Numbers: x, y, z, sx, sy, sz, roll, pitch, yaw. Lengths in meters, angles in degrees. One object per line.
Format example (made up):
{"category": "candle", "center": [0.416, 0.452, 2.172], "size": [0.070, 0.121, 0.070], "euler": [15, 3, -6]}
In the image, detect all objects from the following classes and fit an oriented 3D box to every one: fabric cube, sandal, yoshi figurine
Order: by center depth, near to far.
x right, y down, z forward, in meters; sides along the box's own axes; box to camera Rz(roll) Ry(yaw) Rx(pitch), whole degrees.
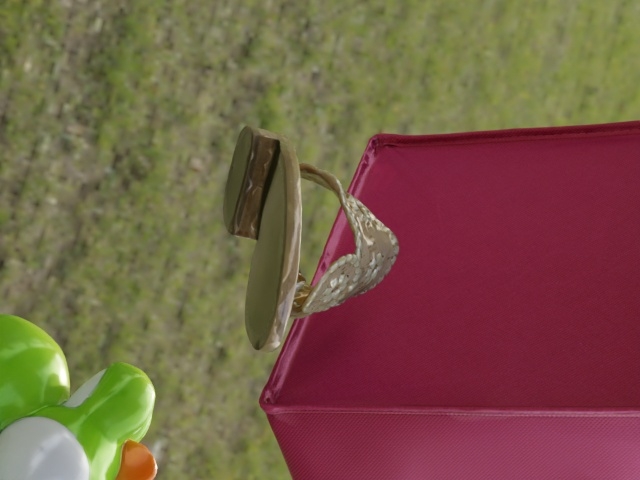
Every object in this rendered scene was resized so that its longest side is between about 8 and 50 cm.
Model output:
{"category": "sandal", "center": [0.002, -0.006, 0.794], "size": [0.240, 0.079, 0.088], "euler": [-115, -142, -70]}
{"category": "fabric cube", "center": [0.145, 0.102, 0.915], "size": [0.259, 0.254, 0.258], "euler": [-66, 145, -46]}
{"category": "yoshi figurine", "center": [-0.291, 0.187, 1.101], "size": [0.362, 0.203, 0.203], "euler": [-40, 113, -28]}
